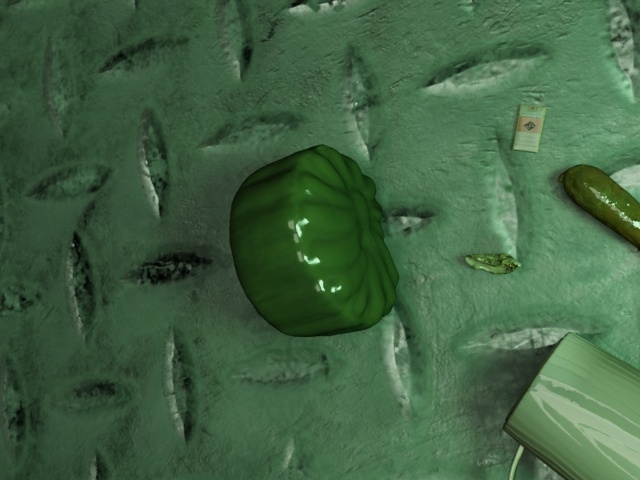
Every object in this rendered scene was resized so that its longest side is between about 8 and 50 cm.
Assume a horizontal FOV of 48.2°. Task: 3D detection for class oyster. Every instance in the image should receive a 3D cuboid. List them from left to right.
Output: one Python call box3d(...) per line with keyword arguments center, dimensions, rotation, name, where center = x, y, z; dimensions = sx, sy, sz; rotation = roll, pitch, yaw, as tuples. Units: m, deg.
box3d(center=(0.311, 0.031, 1.289), dimensions=(0.083, 0.081, 0.038), rotation=(25, 72, -10), name="oyster")

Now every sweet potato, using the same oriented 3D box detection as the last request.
box3d(center=(0.519, -0.031, 1.205), dimensions=(0.273, 0.075, 0.075), rotation=(46, 104, 14), name="sweet potato")

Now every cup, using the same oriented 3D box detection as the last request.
box3d(center=(0.446, 0.325, 1.151), dimensions=(0.273, 0.208, 0.288), rotation=(35, 124, 21), name="cup")

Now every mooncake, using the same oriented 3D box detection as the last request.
box3d(center=(0.000, 0.000, 1.289), dimensions=(0.188, 0.351, 0.351), rotation=(-18, 80, 33), name="mooncake")

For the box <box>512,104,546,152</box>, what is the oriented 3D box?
box3d(center=(0.379, -0.203, 1.301), dimensions=(0.046, 0.012, 0.083), rotation=(11, 93, 24), name="box")
